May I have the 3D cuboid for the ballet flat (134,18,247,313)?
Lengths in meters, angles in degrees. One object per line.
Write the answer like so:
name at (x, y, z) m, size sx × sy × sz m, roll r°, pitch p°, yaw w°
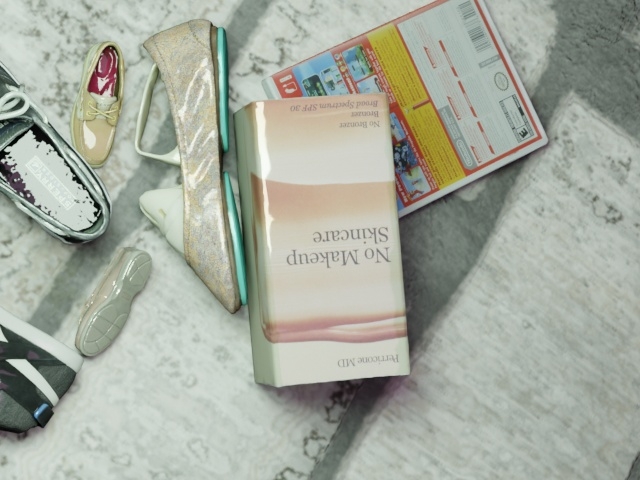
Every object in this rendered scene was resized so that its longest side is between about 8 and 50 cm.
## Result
ballet flat at (-0.140, -0.074, 1.837) m, size 0.106 × 0.107 × 0.316 m, roll -5°, pitch 80°, yaw 0°

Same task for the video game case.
video game case at (0.099, -0.144, 1.958) m, size 0.285 × 0.025 × 0.204 m, roll -26°, pitch 93°, yaw -21°

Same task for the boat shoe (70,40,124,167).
boat shoe at (-0.233, -0.145, 1.827) m, size 0.050 × 0.045 × 0.135 m, roll 5°, pitch 82°, yaw -19°

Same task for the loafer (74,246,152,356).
loafer at (-0.221, 0.063, 1.816) m, size 0.045 × 0.039 × 0.125 m, roll 44°, pitch 71°, yaw -45°

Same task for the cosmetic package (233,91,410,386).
cosmetic package at (0.000, 0.000, 1.831) m, size 0.153 × 0.129 × 0.296 m, roll -6°, pitch 90°, yaw -12°

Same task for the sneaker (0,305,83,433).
sneaker at (-0.353, 0.118, 1.734) m, size 0.217 × 0.079 × 0.121 m, roll 31°, pitch 73°, yaw -15°

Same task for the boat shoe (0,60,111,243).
boat shoe at (-0.331, -0.110, 1.749) m, size 0.113 × 0.105 × 0.306 m, roll -41°, pitch 100°, yaw -6°
